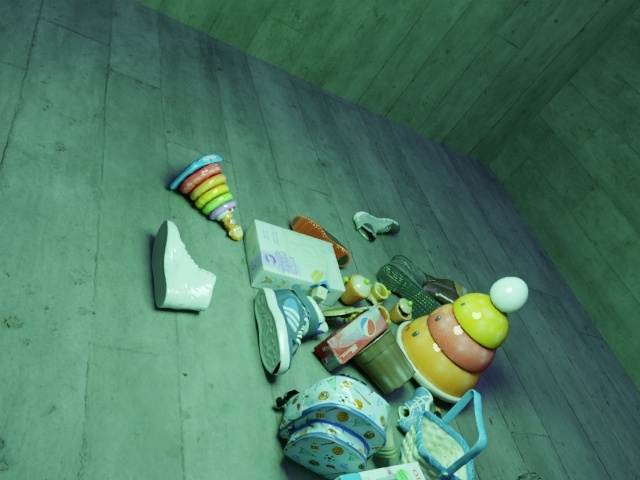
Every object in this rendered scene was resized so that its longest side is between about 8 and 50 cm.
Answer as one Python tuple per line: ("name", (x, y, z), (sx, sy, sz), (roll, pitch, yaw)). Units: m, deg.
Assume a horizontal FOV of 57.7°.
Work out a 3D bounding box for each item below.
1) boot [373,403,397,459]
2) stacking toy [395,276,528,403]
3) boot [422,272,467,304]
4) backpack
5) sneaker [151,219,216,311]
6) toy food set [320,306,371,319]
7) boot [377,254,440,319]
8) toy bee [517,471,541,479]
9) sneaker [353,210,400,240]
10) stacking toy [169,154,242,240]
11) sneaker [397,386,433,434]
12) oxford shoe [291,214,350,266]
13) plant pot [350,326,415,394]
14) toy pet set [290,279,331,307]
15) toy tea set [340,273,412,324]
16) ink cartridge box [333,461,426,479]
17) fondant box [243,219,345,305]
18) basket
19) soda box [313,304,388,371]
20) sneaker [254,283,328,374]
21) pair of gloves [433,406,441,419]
("boot", (0.154, 0.536, 1.698), (0.077, 0.213, 0.165), (-15, 94, -19))
("stacking toy", (0.524, 0.294, 1.998), (0.351, 0.480, 0.350), (31, 27, -18))
("boot", (0.525, 0.255, 2.469), (0.207, 0.090, 0.248), (19, 38, -5))
("backpack", (0.043, 0.477, 1.500), (0.277, 0.263, 0.213), (30, 34, -15))
("sneaker", (-0.399, 0.081, 1.715), (0.169, 0.108, 0.292), (16, 48, -35))
("toy food set", (0.063, 0.246, 1.927), (0.133, 0.192, 0.038), (-6, 89, -44))
("boot", (0.400, 0.195, 2.367), (0.338, 0.118, 0.223), (50, 28, 10))
("toy bee", (0.696, 0.836, 1.809), (0.298, 0.195, 0.162), (9, 66, -54))
("sneaker", (0.249, -0.039, 2.545), (0.229, 0.086, 0.132), (14, 43, -18))
("stacking toy", (-0.358, -0.130, 2.001), (0.301, 0.166, 0.175), (57, 32, 2))
("sneaker", (0.302, 0.537, 1.859), (0.081, 0.080, 0.211), (40, 30, -3))
("oxford shoe", (0.000, 0.000, 2.244), (0.271, 0.097, 0.098), (42, 12, -3))
("plant pot", (0.210, 0.396, 1.881), (0.165, 0.167, 0.167), (52, 33, 8))
("toy pet set", (-0.030, 0.169, 1.932), (0.122, 0.114, 0.065), (30, 56, -27))
("toy tea set", (0.215, 0.218, 2.108), (0.336, 0.124, 0.199), (2, 57, -44))
("ink cartridge box", (0.128, 0.679, 1.391), (0.270, 0.197, 0.198), (8, 43, -40))
("fondant box", (-0.092, 0.080, 2.025), (0.331, 0.096, 0.238), (16, 38, -30))
("basket", (0.359, 0.580, 1.650), (0.201, 0.288, 0.255), (34, 22, 0))
("soda box", (0.103, 0.311, 1.877), (0.263, 0.083, 0.092), (-30, 86, -44))
("sneaker", (-0.063, 0.277, 1.769), (0.236, 0.130, 0.322), (14, 34, -28))
("pair of gloves", (0.374, 0.579, 1.945), (0.083, 0.010, 0.074), (31, 31, -17))
